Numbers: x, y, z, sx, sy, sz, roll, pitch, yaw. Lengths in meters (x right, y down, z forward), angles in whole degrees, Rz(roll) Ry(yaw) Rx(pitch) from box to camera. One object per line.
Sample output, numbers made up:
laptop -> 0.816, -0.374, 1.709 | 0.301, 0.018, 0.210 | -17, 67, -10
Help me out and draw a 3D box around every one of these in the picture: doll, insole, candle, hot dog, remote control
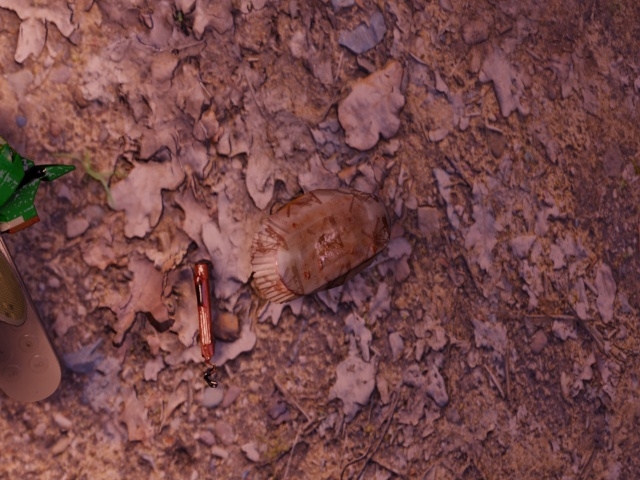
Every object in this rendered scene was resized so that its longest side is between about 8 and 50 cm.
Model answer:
doll -> -0.386, -0.087, 1.617 | 0.186, 0.106, 0.134 | 44, 69, -33
insole -> -0.402, -0.026, 1.490 | 0.322, 0.007, 0.109 | 56, 20, -31
candle -> -0.154, 0.113, 1.902 | 0.026, 0.021, 0.167 | 9, 76, -67
hot dog -> 0.000, 0.000, 2.048 | 0.268, 0.075, 0.144 | -22, 95, -43
remote control -> -0.365, 0.081, 1.624 | 0.022, 0.077, 0.245 | -112, -177, -63
